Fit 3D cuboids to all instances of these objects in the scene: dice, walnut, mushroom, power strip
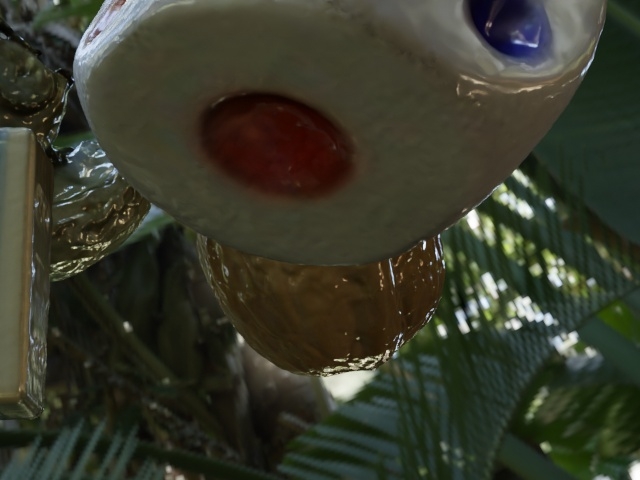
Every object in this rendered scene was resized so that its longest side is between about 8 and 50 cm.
[{"bbox_3d":[0.010,-0.148,0.852,0.243,0.251,0.259,36,-38,-16],"label":"dice"},{"bbox_3d":[0.000,0.000,1.182,0.225,0.225,0.261,-21,-81,-3],"label":"walnut"},{"bbox_3d":[-0.286,-0.058,1.079,0.267,0.164,0.190,38,-38,-21],"label":"mushroom"},{"bbox_3d":[-0.134,0.013,0.556,0.032,0.123,0.056,0,-15,-4],"label":"power strip"}]
